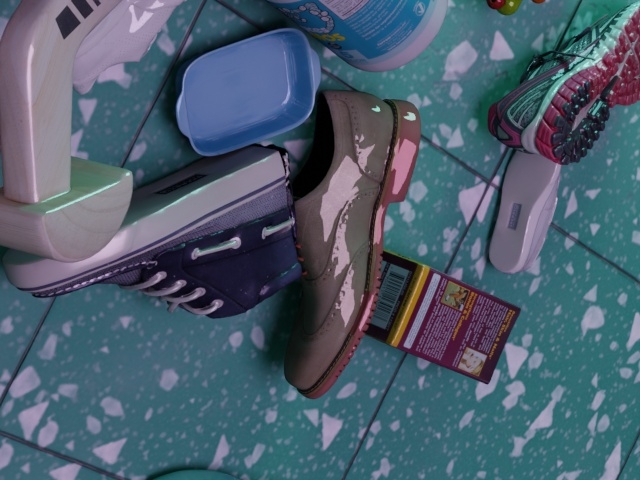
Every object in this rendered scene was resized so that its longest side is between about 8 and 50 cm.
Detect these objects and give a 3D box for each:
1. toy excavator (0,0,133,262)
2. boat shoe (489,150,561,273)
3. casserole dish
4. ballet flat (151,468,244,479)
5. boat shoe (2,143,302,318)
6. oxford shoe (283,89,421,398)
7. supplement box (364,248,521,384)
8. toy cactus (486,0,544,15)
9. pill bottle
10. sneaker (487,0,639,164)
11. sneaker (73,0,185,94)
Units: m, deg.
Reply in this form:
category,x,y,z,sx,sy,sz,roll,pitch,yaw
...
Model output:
category,x,y,z,sx,sy,sz,roll,pitch,yaw
toy excavator,-0.195,-0.265,1.479,0.445,0.222,0.433,-53,144,-34
boat shoe,0.265,-0.046,2.123,0.063,0.066,0.184,3,100,-56
casserole dish,-0.083,-0.160,1.809,0.188,0.037,0.114,-22,119,-32
ballet flat,-0.093,0.310,1.930,0.247,0.087,0.083,14,97,-41
boat shoe,-0.155,0.026,1.749,0.340,0.127,0.158,-25,112,-32
oxford shoe,0.000,0.000,1.898,0.130,0.123,0.348,14,91,-25
supplement box,0.139,0.092,2.050,0.188,0.081,0.104,24,89,-42
toy cactus,0.270,-0.351,2.010,0.180,0.112,0.219,25,86,-61
pill bottle,0.009,-0.286,1.746,0.264,0.146,0.146,32,84,-50
sneaker,0.317,-0.208,2.084,0.299,0.112,0.121,-41,134,-38
sneaker,-0.177,-0.227,1.693,0.212,0.080,0.094,-38,138,-17
